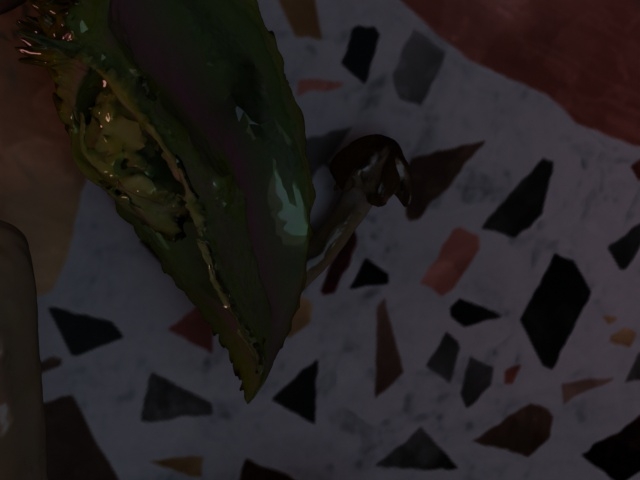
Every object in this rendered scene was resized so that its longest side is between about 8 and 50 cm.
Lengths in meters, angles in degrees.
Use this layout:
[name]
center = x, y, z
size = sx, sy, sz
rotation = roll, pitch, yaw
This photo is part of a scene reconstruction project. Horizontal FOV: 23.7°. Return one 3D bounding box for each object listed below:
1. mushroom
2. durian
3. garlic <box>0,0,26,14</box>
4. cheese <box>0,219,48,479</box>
[mushroom]
center = 0.000, 0.000, 1.142
size = 0.060, 0.061, 0.187
rotation = 38, 92, -32
[durian]
center = -0.084, -0.069, 1.003
size = 0.157, 0.169, 0.355
rotation = -27, 132, 1
[garlic]
center = -0.219, -0.250, 0.949
size = 0.164, 0.145, 0.245
rotation = 9, 100, 6
[cheese]
center = -0.281, 0.097, 0.985
size = 0.251, 0.173, 0.248
rotation = 16, 99, -21
